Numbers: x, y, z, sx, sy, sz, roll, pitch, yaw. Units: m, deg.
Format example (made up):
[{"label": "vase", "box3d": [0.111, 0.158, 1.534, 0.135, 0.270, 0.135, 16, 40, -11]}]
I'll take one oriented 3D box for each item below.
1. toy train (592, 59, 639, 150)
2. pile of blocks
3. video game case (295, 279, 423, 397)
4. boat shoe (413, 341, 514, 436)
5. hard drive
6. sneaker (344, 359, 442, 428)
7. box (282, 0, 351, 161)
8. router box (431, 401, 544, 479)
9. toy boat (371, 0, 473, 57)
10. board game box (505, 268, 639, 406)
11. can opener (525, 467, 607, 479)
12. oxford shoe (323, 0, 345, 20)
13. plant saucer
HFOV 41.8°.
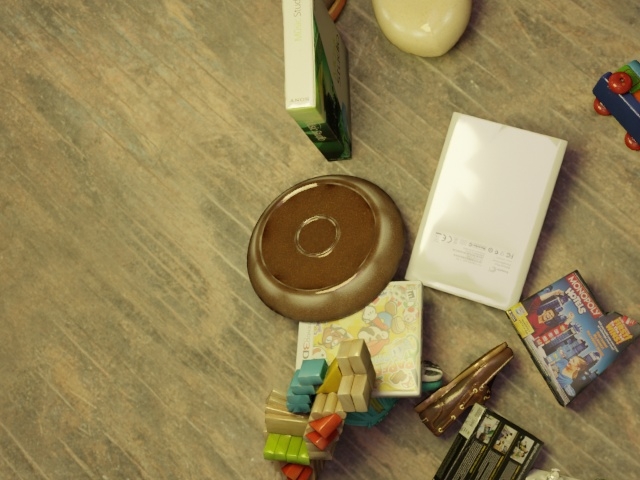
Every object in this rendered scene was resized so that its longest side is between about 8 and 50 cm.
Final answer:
[{"label": "toy train", "box3d": [0.621, -0.223, 1.503, 0.143, 0.105, 0.248, -34, 75, -10]}, {"label": "pile of blocks", "box3d": [-0.024, 0.309, 1.417, 0.149, 0.113, 0.362, 23, 128, -2]}, {"label": "video game case", "box3d": [0.068, 0.175, 1.482, 0.227, 0.026, 0.206, -4, 66, 18]}, {"label": "boat shoe", "box3d": [0.266, 0.265, 1.493, 0.207, 0.073, 0.073, -40, 77, 9]}, {"label": "hard drive", "box3d": [0.299, -0.052, 1.526, 0.210, 0.040, 0.319, 17, 95, 14]}, {"label": "sneaker", "box3d": [0.093, 0.281, 1.522, 0.275, 0.107, 0.110, -16, 96, 13]}, {"label": "box", "box3d": [-0.001, -0.296, 1.516, 0.058, 0.322, 0.232, -5, 79, 14]}, {"label": "router box", "box3d": [0.285, 0.391, 1.450, 0.133, 0.046, 0.179, 32, 87, -12]}, {"label": "toy boat", "box3d": [0.257, -0.483, 1.606, 0.318, 0.148, 0.268, -16, 72, 15]}, {"label": "board game box", "box3d": [0.457, 0.159, 1.473, 0.194, 0.060, 0.194, -30, 81, 2]}, {"label": "can opener", "box3d": [0.482, 0.451, 1.424, 0.280, 0.074, 0.093, 8, 116, 14]}, {"label": "oxford shoe", "box3d": [0.040, -0.603, 1.657, 0.130, 0.133, 0.364, 17, 79, 15]}, {"label": "plant saucer", "box3d": [0.000, 0.000, 1.552, 0.310, 0.050, 0.311, -8, 60, 15]}]
